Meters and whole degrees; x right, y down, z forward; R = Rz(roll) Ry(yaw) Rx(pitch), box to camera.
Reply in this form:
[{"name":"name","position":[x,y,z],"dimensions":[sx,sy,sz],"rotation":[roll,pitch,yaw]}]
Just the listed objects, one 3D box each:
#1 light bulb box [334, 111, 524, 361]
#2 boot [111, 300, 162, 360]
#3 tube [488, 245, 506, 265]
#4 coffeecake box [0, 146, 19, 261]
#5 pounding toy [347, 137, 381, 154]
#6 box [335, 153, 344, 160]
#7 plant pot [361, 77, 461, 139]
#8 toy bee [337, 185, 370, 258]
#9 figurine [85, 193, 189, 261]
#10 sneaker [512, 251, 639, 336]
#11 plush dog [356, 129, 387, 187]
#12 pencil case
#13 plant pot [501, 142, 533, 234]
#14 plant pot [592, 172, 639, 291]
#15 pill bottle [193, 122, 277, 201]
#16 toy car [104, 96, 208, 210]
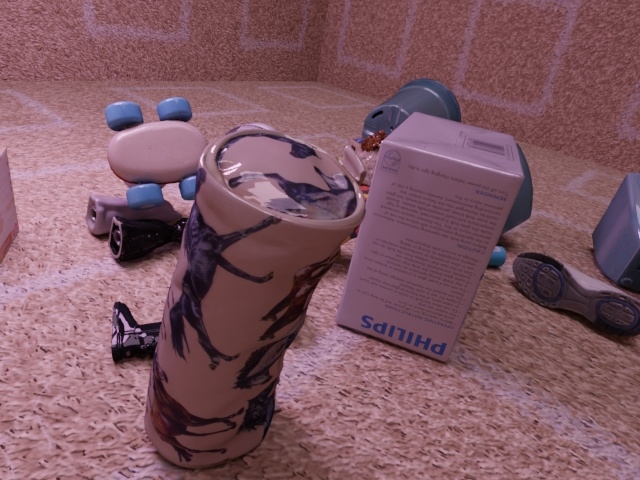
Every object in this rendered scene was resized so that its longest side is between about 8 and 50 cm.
[{"name":"light bulb box","position":[0.214,-0.031,0.886],"dimensions":[0.225,0.361,0.358],"rotation":[19,28,13]},{"name":"boot","position":[-0.283,0.143,0.725],"dimensions":[0.099,0.045,0.121],"rotation":[-4,37,-21]},{"name":"tube","position":[0.371,0.036,1.152],"dimensions":[0.207,0.052,0.080],"rotation":[3,-5,-10]},{"name":"coffeecake box","position":[-0.646,-0.071,0.859],"dimensions":[0.068,0.186,0.142],"rotation":[-1,28,-20]},{"name":"pounding toy","position":[0.186,-0.335,1.652],"dimensions":[0.130,0.100,0.141],"rotation":[0,27,-20]},{"name":"box","position":[0.156,-0.254,1.646],"dimensions":[0.233,0.044,0.159],"rotation":[20,28,19]},{"name":"plant pot","position":[0.362,-0.472,1.864],"dimensions":[0.341,0.341,0.334],"rotation":[25,38,27]},{"name":"toy bee","position":[0.000,0.000,1.015],"dimensions":[0.195,0.298,0.162],"rotation":[30,36,-51]},{"name":"figurine","position":[-0.389,-0.040,1.015],"dimensions":[0.209,0.092,0.215],"rotation":[-7,30,-46]},{"name":"sneaker","position":[0.591,0.120,1.037],"dimensions":[0.297,0.111,0.129],"rotation":[34,20,32]},{"name":"plush dog","position":[0.209,-0.217,1.393],"dimensions":[0.225,0.262,0.211],"rotation":[16,45,1]},{"name":"pencil case","position":[-0.084,0.079,0.516],"dimensions":[0.183,0.410,0.160],"rotation":[-12,45,-44]},{"name":"plant pot","position":[0.486,-0.112,1.287],"dimensions":[0.290,0.290,0.195],"rotation":[-20,77,-45]},{"name":"plant pot","position":[0.892,0.014,1.185],"dimensions":[0.247,0.247,0.252],"rotation":[20,47,19]},{"name":"pill bottle","position":[-0.207,-0.201,1.239],"dimensions":[0.210,0.210,0.363],"rotation":[10,26,0]},{"name":"toy car","position":[-0.381,-0.177,1.040],"dimensions":[0.210,0.219,0.238],"rotation":[-15,-2,-27]}]
